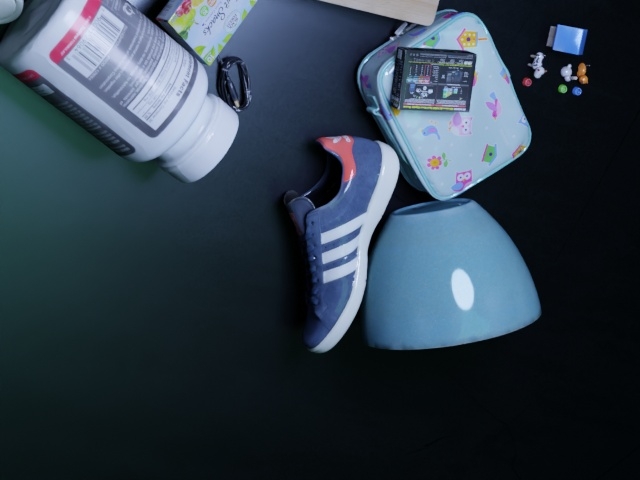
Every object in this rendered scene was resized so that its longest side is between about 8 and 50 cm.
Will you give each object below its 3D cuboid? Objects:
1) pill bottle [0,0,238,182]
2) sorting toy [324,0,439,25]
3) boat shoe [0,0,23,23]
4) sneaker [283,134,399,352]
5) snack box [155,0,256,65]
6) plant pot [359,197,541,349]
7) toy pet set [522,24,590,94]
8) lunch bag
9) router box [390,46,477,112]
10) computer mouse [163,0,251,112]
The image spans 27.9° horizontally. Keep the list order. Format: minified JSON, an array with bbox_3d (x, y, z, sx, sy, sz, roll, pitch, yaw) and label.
[{"bbox_3d":[-0.269,-0.219,1.779,0.318,0.176,0.176,39,87,-30],"label":"pill bottle"},{"bbox_3d":[0.070,-0.474,1.916,0.257,0.089,0.255,8,102,-29],"label":"sorting toy"},{"bbox_3d":[-0.539,-0.374,1.664,0.319,0.116,0.099,15,56,-22],"label":"boat shoe"},{"bbox_3d":[0.000,0.000,2.021,0.148,0.131,0.350,14,94,-22],"label":"sneaker"},{"bbox_3d":[-0.156,-0.335,1.831,0.141,0.037,0.100,-56,133,-12],"label":"snack box"},{"bbox_3d":[0.191,0.041,2.044,0.290,0.290,0.195,-14,99,-22],"label":"plant pot"},{"bbox_3d":[0.415,-0.300,2.155,0.122,0.065,0.114,4,104,-28],"label":"toy pet set"},{"bbox_3d":[0.190,-0.217,2.045,0.224,0.108,0.279,-33,115,-7],"label":"lunch bag"},{"bbox_3d":[0.171,-0.243,1.947,0.122,0.038,0.092,1,107,-20],"label":"router box"},{"bbox_3d":[-0.160,-0.292,1.889,0.071,0.041,0.242,-36,118,-13],"label":"computer mouse"}]
